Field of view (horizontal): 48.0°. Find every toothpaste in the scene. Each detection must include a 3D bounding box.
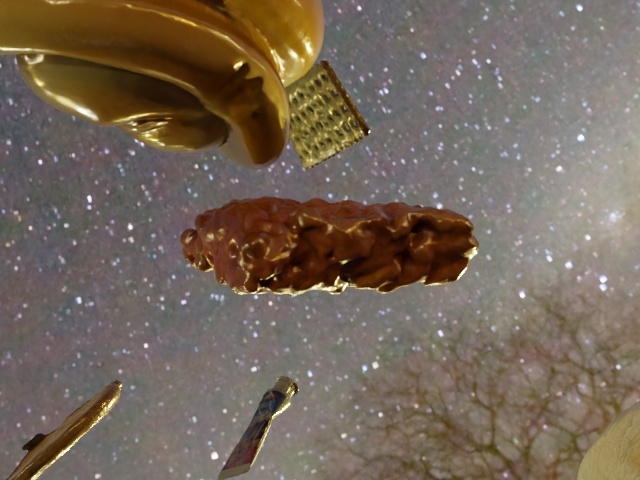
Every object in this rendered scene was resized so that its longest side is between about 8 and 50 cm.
[{"bbox_3d":[-0.124,0.388,1.490,0.096,0.266,0.061,-30,-75,37],"label":"toothpaste"}]

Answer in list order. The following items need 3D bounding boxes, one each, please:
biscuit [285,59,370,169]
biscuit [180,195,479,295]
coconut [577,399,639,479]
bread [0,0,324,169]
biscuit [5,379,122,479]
[{"bbox_3d":[-0.008,-0.199,1.157,0.016,0.144,0.203,-37,10,-30],"label":"biscuit"},{"bbox_3d":[0.000,0.000,0.897,0.312,0.318,0.111,-2,-84,-25],"label":"biscuit"},{"bbox_3d":[0.218,0.150,0.368,0.162,0.161,0.161,-33,-30,-26],"label":"coconut"},{"bbox_3d":[-0.198,-0.239,0.798,0.424,0.329,0.245,18,-87,-49],"label":"bread"},{"bbox_3d":[-0.407,0.312,1.109,0.203,0.041,0.260,-25,17,52],"label":"biscuit"}]
